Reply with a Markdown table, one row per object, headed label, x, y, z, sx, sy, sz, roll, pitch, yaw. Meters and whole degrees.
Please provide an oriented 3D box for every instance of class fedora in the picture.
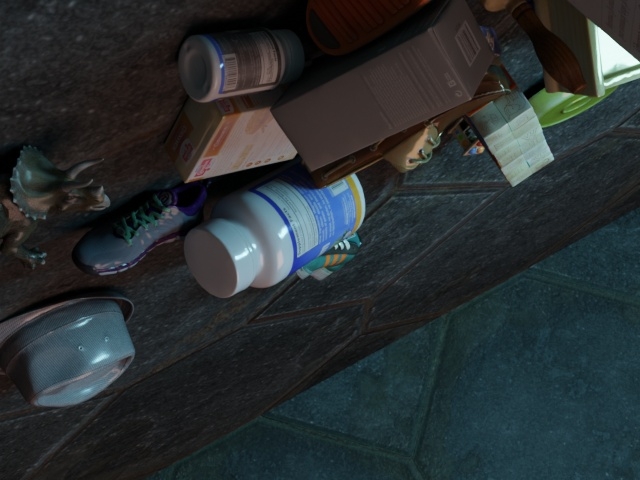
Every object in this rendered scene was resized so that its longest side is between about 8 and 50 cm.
| label | x | y | z | sx | sy | sz | roll | pitch | yaw |
| --- | --- | --- | --- | --- | --- | --- | --- | --- | --- |
| fedora | -0.416 | 0.194 | 1.660 | 0.275 | 0.124 | 0.243 | -13 | 154 | -44 |

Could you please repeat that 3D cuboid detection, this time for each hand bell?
| label | x | y | z | sx | sy | sz | roll | pitch | yaw |
| --- | --- | --- | --- | --- | --- | --- | --- | --- | --- |
| hand bell | 0.260 | -0.283 | 1.287 | 0.126 | 0.242 | 0.126 | -27 | 162 | -10 |

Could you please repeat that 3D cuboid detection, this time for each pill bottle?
| label | x | y | z | sx | sy | sz | roll | pitch | yaw |
| --- | --- | --- | --- | --- | --- | --- | --- | --- | --- |
| pill bottle | -0.091 | -0.209 | 1.187 | 0.137 | 0.078 | 0.078 | -17 | 157 | -38 |
| pill bottle | -0.070 | -0.021 | 1.520 | 0.272 | 0.152 | 0.152 | -33 | 167 | -40 |

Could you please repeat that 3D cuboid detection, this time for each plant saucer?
| label | x | y | z | sx | sy | sz | roll | pitch | yaw |
| --- | --- | --- | --- | --- | --- | --- | --- | --- | --- |
| plant saucer | 0.488 | -0.277 | 1.945 | 0.241 | 0.037 | 0.241 | -25 | 170 | -5 |

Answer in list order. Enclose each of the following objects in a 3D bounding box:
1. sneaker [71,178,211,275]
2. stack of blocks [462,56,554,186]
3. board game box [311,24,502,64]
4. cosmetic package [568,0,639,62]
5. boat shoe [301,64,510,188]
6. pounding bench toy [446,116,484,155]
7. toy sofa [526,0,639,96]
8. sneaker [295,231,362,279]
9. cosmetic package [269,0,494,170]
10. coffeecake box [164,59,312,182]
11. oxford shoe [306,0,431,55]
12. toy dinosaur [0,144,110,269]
| label | x | y | z | sx | sy | sz | roll | pitch | yaw |
| --- | --- | --- | --- | --- | --- | --- | --- | --- | --- |
| sneaker | -0.252 | -0.031 | 1.426 | 0.224 | 0.083 | 0.098 | -30 | 155 | -42 |
| stack of blocks | 0.278 | -0.210 | 1.625 | 0.087 | 0.171 | 0.297 | -34 | 161 | 9 |
| board game box | 0.121 | -0.247 | 1.358 | 0.165 | 0.042 | 0.243 | -16 | 178 | 31 |
| cosmetic package | 0.493 | -0.335 | 1.111 | 0.327 | 0.393 | 0.329 | -45 | 165 | 7 |
| boat shoe | 0.117 | -0.157 | 1.441 | 0.324 | 0.119 | 0.122 | -17 | 178 | 26 |
| pounding bench toy | 0.288 | -0.194 | 1.854 | 0.083 | 0.065 | 0.052 | -13 | 154 | -46 |
| toy sofa | 0.480 | -0.329 | 1.467 | 0.363 | 0.150 | 0.177 | -19 | -160 | -18 |
| sneaker | 0.000 | 0.000 | 1.860 | 0.121 | 0.108 | 0.302 | -35 | 170 | 8 |
| cosmetic package | 0.072 | -0.185 | 1.189 | 0.238 | 0.107 | 0.127 | -19 | -156 | 32 |
| coffeecake box | -0.094 | -0.158 | 1.333 | 0.186 | 0.068 | 0.142 | -17 | 157 | -38 |
| oxford shoe | 0.134 | -0.339 | 1.134 | 0.364 | 0.130 | 0.133 | -40 | 166 | 26 |
| toy dinosaur | -0.408 | -0.022 | 1.170 | 0.314 | 0.121 | 0.160 | -19 | 147 | -21 |
